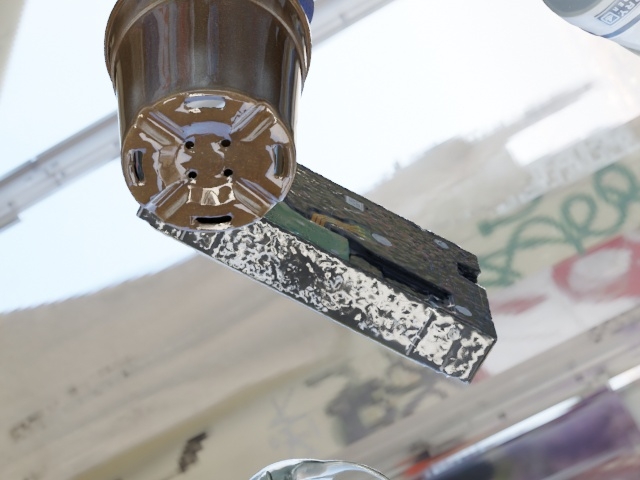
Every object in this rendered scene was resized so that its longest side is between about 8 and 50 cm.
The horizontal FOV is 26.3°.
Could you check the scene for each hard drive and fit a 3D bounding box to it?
[{"bbox_3d":[0.000,0.000,1.309,0.339,0.064,0.237,28,-163,-8],"label":"hard drive"}]

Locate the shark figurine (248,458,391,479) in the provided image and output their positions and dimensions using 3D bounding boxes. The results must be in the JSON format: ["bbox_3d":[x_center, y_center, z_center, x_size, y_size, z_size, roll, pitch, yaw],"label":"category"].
[{"bbox_3d":[-0.043,0.227,0.992,0.166,0.116,0.278,35,-160,-12],"label":"shark figurine"}]

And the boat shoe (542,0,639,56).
[{"bbox_3d":[0.233,-0.249,1.111,0.156,0.136,0.367,26,-157,-27],"label":"boat shoe"}]

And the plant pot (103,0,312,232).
[{"bbox_3d":[-0.084,-0.101,1.029,0.167,0.167,0.165,53,-161,-34],"label":"plant pot"}]

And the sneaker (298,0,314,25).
[{"bbox_3d":[-0.073,-0.294,1.240,0.315,0.182,0.127,35,-141,-47],"label":"sneaker"}]
